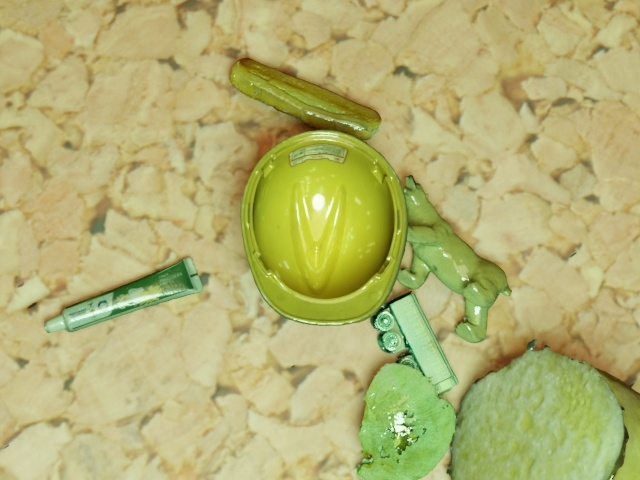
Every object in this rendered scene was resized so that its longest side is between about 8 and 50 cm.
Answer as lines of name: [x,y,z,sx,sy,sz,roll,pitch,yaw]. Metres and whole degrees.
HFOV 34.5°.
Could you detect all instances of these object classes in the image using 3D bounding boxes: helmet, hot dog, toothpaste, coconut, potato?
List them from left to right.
toothpaste: [-0.252,0.077,1.313,0.204,0.031,0.049,-20,82,-12]
hot dog: [-0.023,-0.183,1.389,0.215,0.047,0.066,21,39,-2]
helmet: [0.000,0.000,1.300,0.205,0.140,0.257,3,71,-4]
coconut: [0.106,0.233,1.278,0.133,0.055,0.158,-4,95,1]
potato: [0.331,0.289,1.229,0.237,0.301,0.289,19,41,-27]

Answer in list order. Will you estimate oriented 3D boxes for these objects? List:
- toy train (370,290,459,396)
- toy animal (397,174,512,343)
toy train: [0.118,0.139,1.333,0.071,0.038,0.148,-25,82,-11]
toy animal: [0.165,0.020,1.348,0.218,0.103,0.101,41,57,6]
